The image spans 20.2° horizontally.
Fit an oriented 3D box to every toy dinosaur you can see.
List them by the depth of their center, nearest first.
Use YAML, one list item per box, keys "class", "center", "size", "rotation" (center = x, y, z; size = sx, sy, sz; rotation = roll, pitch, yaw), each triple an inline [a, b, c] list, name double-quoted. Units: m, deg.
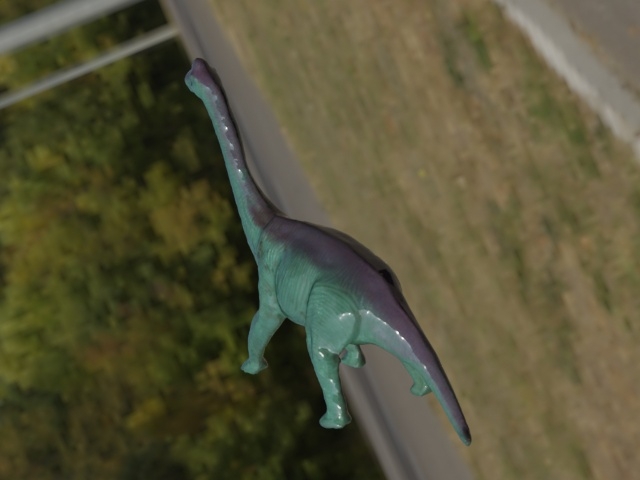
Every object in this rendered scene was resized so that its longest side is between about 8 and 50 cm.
- class: "toy dinosaur"
  center: [0.000, 0.000, 1.737]
  size: [0.383, 0.129, 0.331]
  rotation: [17, 123, 51]
